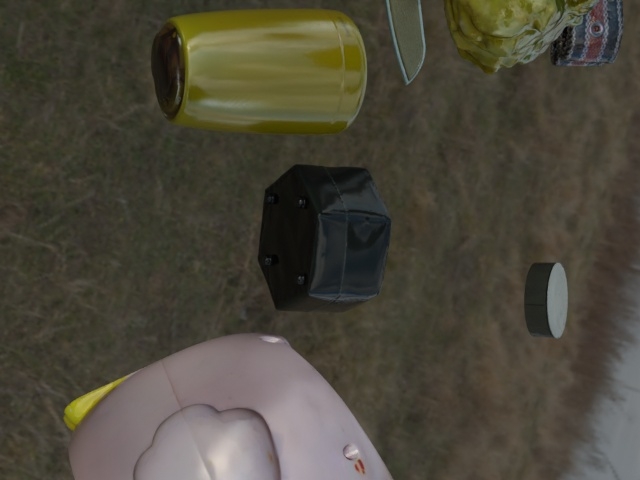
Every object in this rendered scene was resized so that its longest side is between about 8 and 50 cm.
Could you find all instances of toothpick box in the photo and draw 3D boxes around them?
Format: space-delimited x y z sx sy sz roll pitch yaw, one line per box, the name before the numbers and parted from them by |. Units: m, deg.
toothpick box | -0.090 -0.228 1.341 0.271 0.175 0.175 -4 114 -26

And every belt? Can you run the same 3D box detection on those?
belt | 0.398 -0.430 1.441 0.126 0.094 0.360 -110 -160 -68

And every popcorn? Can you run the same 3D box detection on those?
popcorn | 0.236 -0.333 1.182 0.233 0.192 0.266 -41 156 -21

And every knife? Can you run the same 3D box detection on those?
knife | 0.129 -0.410 1.607 0.061 0.027 0.343 -20 125 -11

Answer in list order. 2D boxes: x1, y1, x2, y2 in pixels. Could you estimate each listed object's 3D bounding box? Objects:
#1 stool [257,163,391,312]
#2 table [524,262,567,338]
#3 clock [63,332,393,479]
stool | 0.000 0.000 1.512 0.141 0.232 0.232 1 108 -27
table | 0.398 0.105 1.743 0.133 0.043 0.134 -1 91 -61
clock | -0.046 0.283 0.923 0.250 0.377 0.368 -27 157 -10
